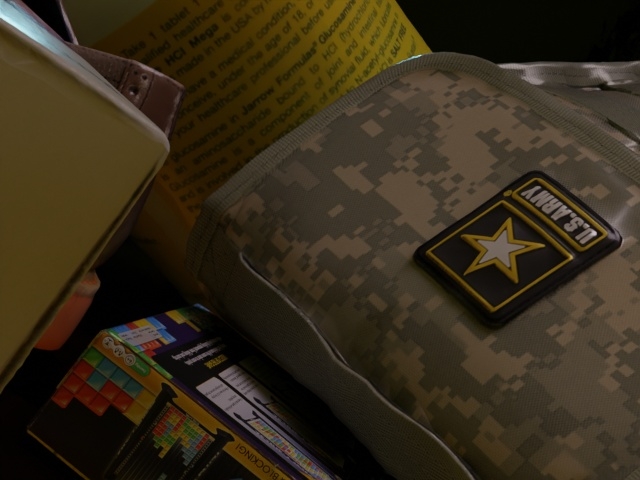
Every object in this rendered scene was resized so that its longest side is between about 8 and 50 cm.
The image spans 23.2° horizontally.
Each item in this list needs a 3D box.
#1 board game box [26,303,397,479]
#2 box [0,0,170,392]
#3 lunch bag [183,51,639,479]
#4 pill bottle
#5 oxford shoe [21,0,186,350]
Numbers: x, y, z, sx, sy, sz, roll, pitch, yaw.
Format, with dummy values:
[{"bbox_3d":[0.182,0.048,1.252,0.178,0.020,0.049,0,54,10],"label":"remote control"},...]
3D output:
[{"bbox_3d":[-0.022,0.087,0.591,0.141,0.048,0.170,39,5,5],"label":"board game box"},{"bbox_3d":[-0.171,-0.055,0.410,0.148,0.127,0.232,33,6,-44],"label":"box"},{"bbox_3d":[0.116,0.037,0.652,0.287,0.169,0.235,-6,36,-41],"label":"lunch bag"},{"bbox_3d":[-0.054,-0.094,0.810,0.334,0.188,0.188,52,-1,-23],"label":"pill bottle"},{"bbox_3d":[-0.189,-0.103,0.694,0.364,0.133,0.130,39,6,30],"label":"oxford shoe"}]
